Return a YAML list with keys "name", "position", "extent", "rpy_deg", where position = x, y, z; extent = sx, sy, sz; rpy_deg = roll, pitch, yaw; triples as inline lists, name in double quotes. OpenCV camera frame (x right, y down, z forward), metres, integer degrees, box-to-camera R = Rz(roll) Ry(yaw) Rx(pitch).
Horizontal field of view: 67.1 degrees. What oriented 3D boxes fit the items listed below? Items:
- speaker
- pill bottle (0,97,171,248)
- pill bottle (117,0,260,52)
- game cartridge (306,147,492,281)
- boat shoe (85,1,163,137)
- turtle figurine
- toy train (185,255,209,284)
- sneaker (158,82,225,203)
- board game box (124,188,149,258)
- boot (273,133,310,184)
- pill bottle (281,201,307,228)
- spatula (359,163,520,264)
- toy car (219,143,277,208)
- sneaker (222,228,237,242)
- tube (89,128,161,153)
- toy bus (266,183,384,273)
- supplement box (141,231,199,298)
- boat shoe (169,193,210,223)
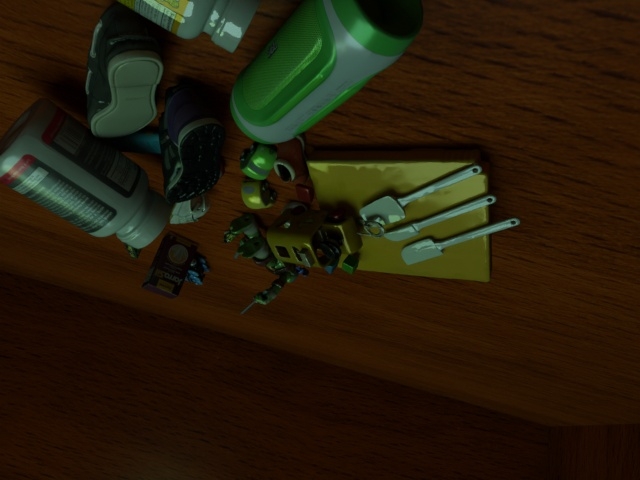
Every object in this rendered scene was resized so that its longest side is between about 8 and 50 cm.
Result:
- name: "speaker"
  position: [-0.011, -0.229, 0.625]
  extent: [0.131, 0.131, 0.297]
  rpy_deg: [27, 154, -25]
- name: "pill bottle"
  position: [-0.467, -0.117, 0.977]
  extent: [0.177, 0.176, 0.318]
  rpy_deg: [-5, 145, 40]
- name: "pill bottle"
  position: [-0.176, -0.311, 0.557]
  extent: [0.209, 0.117, 0.118]
  rpy_deg: [26, 155, -21]
- name: "game cartridge"
  position: [0.157, -0.046, 0.923]
  extent: [0.324, 0.052, 0.285]
  rpy_deg: [4, 134, 24]
- name: "boat shoe"
  position: [-0.335, -0.270, 0.816]
  extent: [0.112, 0.095, 0.335]
  rpy_deg: [-13, 177, -31]
- name: "turtle figurine"
  position: [-0.187, 0.068, 1.326]
  extent: [0.275, 0.197, 0.266]
  rpy_deg: [1, 148, 19]
- name: "toy train"
  position: [-0.465, 0.099, 1.728]
  extent: [0.105, 0.080, 0.184]
  rpy_deg: [21, 157, 4]
- name: "sneaker"
  position: [-0.255, -0.180, 0.918]
  extent: [0.107, 0.124, 0.283]
  rpy_deg: [-21, 165, -32]
- name: "board game box"
  position: [-0.508, -0.049, 1.344]
  extent: [0.030, 0.136, 0.259]
  rpy_deg: [18, 156, -9]
- name: "boot"
  position: [-0.057, -0.136, 0.922]
  extent: [0.059, 0.084, 0.158]
  rpy_deg: [9, 158, 11]
- name: "pill bottle"
  position: [-0.055, -0.039, 1.162]
  extent: [0.065, 0.065, 0.116]
  rpy_deg: [11, 156, 11]
- name: "spatula"
  position: [0.204, -0.039, 0.853]
  extent: [0.242, 0.019, 0.168]
  rpy_deg: [-23, 118, 41]
- name: "toy car"
  position: [-0.162, -0.138, 1.013]
  extent: [0.239, 0.053, 0.225]
  rpy_deg: [25, 154, -28]
- name: "sneaker"
  position: [-0.256, -0.012, 1.391]
  extent: [0.031, 0.035, 0.083]
  rpy_deg: [26, 155, -25]
- name: "tube"
  position: [-0.385, -0.209, 1.018]
  extent: [0.207, 0.052, 0.080]
  rpy_deg: [6, 169, 11]
- name: "toy bus"
  position: [-0.007, 0.003, 0.942]
  extent: [0.191, 0.104, 0.202]
  rpy_deg: [37, 146, 3]
- name: "supplement box"
  position: [-0.481, 0.081, 1.551]
  extent: [0.104, 0.188, 0.081]
  rpy_deg: [28, 154, -25]
- name: "boat shoe"
  position: [-0.315, -0.099, 1.168]
  extent: [0.096, 0.098, 0.277]
  rpy_deg: [3, 172, -17]
